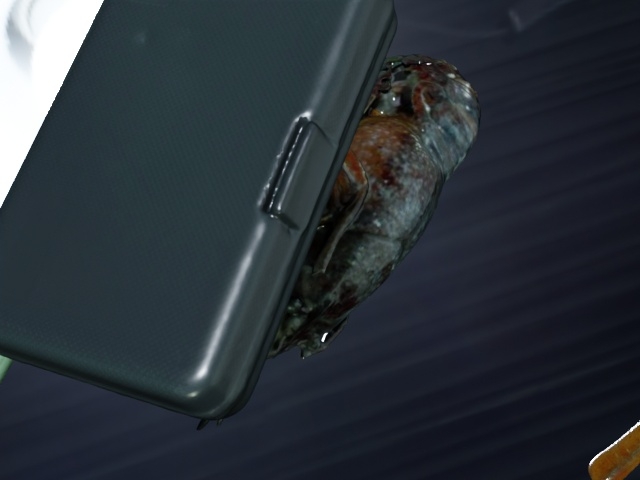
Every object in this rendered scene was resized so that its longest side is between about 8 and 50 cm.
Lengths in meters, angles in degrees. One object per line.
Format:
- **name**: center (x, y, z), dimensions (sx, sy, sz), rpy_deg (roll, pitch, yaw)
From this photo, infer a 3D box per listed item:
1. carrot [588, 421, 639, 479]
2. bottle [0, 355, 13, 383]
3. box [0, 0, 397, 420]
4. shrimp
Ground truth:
- **carrot**: center (0.361, 0.199, 1.272), dimensions (0.037, 0.190, 0.037), rpy_deg (34, -158, -16)
- **bottle**: center (-0.338, 0.117, 1.257), dimensions (0.030, 0.083, 0.030), rpy_deg (28, 173, 4)
- **box**: center (-0.069, -0.038, 0.572), dimensions (0.230, 0.160, 0.050), rpy_deg (-68, -28, -17)
- **shrimp**: center (0.002, -0.001, 0.938), dimensions (0.137, 0.372, 0.172), rpy_deg (37, 158, 19)
